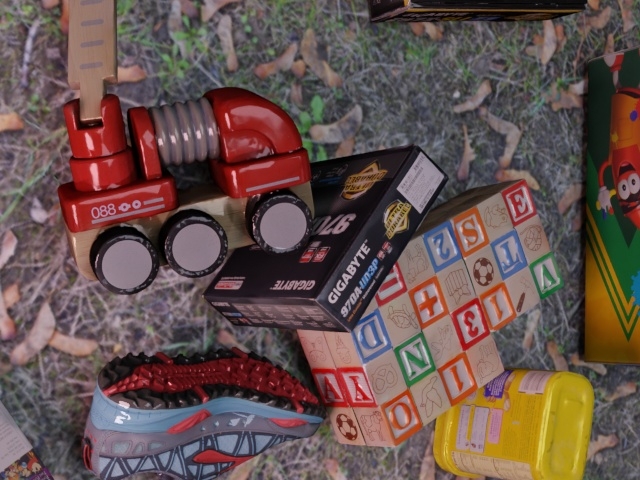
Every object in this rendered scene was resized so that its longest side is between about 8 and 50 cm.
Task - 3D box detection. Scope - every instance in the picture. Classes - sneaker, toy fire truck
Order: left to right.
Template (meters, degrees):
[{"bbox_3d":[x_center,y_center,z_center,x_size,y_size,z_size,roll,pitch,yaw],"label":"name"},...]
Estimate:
[{"bbox_3d":[-0.136,-0.104,1.062,0.217,0.158,0.246,-14,109,-14],"label":"toy fire truck"},{"bbox_3d":[-0.114,0.173,1.122,0.262,0.104,0.125,8,116,-41],"label":"sneaker"}]

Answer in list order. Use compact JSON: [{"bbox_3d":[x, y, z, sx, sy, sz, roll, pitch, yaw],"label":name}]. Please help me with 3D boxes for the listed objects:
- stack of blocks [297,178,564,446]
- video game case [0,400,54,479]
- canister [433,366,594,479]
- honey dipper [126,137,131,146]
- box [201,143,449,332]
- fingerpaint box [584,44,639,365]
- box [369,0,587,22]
[{"bbox_3d":[0.120,0.069,1.234,0.297,0.087,0.171,-28,101,-36],"label":"stack of blocks"},{"bbox_3d":[-0.301,0.246,0.947,0.210,0.042,0.232,56,36,-4],"label":"video game case"},{"bbox_3d":[0.201,0.192,1.248,0.073,0.170,0.126,15,80,-29],"label":"canister"},{"bbox_3d":[-0.119,-0.090,1.154,0.161,0.030,0.030,-1,88,-29],"label":"honey dipper"},{"bbox_3d":[0.000,0.000,1.110,0.051,0.220,0.175,43,68,-23],"label":"box"},{"bbox_3d":[0.538,-0.024,1.465,0.445,0.163,0.371,4,84,-30],"label":"fingerpaint box"},{"bbox_3d":[0.162,-0.404,1.313,0.257,0.079,0.322,-6,90,-33],"label":"box"}]
